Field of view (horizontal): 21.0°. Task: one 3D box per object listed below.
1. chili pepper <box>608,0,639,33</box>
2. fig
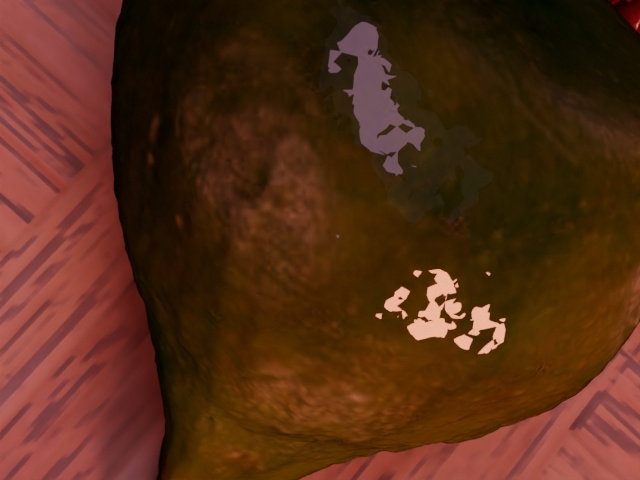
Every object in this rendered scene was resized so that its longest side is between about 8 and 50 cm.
[{"bbox_3d":[0.203,-0.028,0.662,0.110,0.110,0.387,-40,92,-21],"label":"chili pepper"},{"bbox_3d":[0.000,0.000,0.584,0.203,0.235,0.203,27,28,-15],"label":"fig"}]
